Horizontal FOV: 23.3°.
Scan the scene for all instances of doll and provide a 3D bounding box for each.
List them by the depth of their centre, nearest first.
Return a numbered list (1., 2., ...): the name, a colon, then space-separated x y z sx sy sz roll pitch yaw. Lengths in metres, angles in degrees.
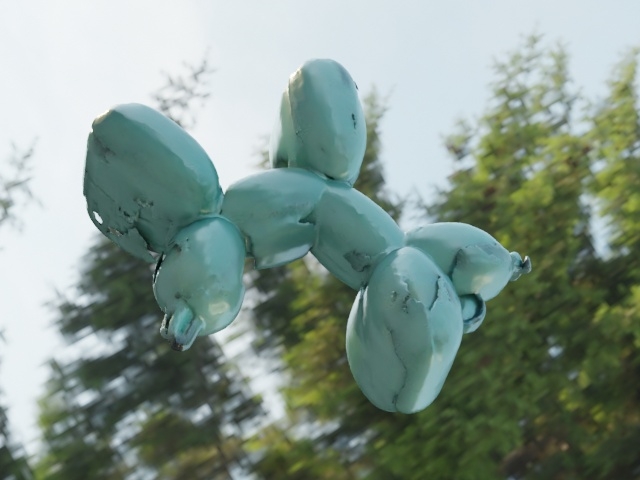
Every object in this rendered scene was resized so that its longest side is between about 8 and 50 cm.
1. doll: 0.000 0.000 0.615 0.159 0.159 0.059 63 -29 33
